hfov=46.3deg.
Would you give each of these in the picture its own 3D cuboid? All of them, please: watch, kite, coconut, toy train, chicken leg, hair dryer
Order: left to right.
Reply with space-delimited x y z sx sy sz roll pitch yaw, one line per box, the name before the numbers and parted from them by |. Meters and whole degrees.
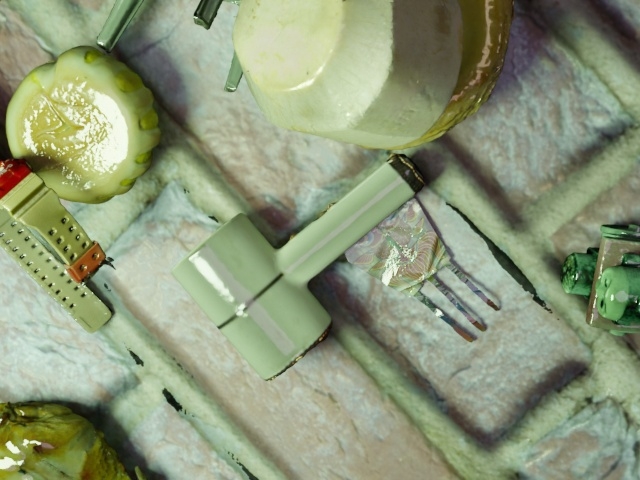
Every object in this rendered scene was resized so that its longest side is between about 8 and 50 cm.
watch | -0.353 0.015 0.990 0.268 0.165 0.102 51 57 -20
chicken leg | -0.326 0.368 1.090 0.429 0.152 0.201 30 115 -7
hair dryer | 0.000 0.000 0.991 0.362 0.128 0.203 -40 92 6
coconut | 0.034 -0.206 0.787 0.241 0.241 0.241 1 100 6
kite | 0.150 0.042 1.029 0.229 0.016 0.127 40 105 -1
toy train | 0.453 0.066 0.892 0.305 0.221 0.150 6 101 5

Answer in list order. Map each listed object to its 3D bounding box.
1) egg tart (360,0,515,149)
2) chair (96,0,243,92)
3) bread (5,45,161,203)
egg tart | 0.082 -0.265 0.929 0.315 0.120 0.314 2 101 8
chair | -0.147 -0.362 0.909 0.204 0.190 0.274 17 73 3
bread | -0.309 -0.148 0.997 0.214 0.105 0.213 4 106 13
